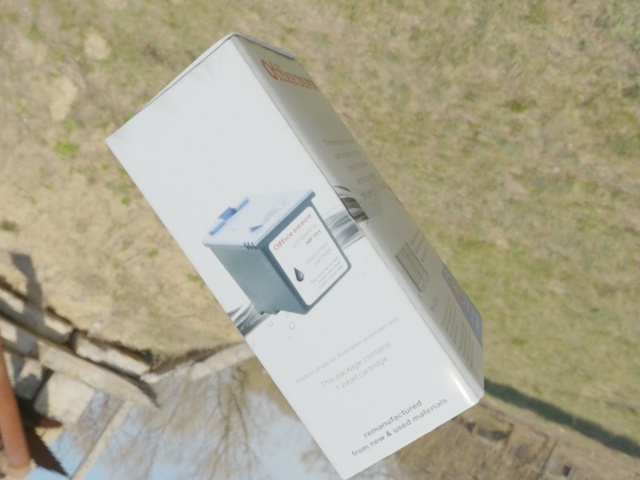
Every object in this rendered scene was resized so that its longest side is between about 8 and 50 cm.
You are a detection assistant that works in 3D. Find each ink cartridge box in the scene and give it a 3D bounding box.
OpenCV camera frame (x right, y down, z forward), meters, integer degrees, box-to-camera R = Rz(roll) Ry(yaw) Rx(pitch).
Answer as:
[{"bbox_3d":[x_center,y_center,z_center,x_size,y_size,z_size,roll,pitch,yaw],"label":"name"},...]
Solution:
[{"bbox_3d":[0.000,0.000,0.389,0.191,0.082,0.139,54,-165,0],"label":"ink cartridge box"}]
